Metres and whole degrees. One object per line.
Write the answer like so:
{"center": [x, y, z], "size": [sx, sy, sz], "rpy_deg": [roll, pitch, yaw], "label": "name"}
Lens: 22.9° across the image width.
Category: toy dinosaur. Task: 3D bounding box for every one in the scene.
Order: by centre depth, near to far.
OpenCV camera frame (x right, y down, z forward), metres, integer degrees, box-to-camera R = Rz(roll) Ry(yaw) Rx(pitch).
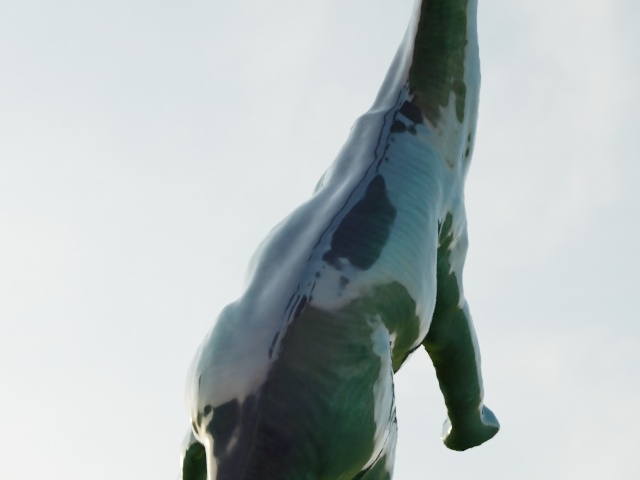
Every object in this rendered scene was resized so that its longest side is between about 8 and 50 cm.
{"center": [0.000, 0.000, 0.646], "size": [0.129, 0.383, 0.331], "rpy_deg": [18, -39, 19], "label": "toy dinosaur"}
